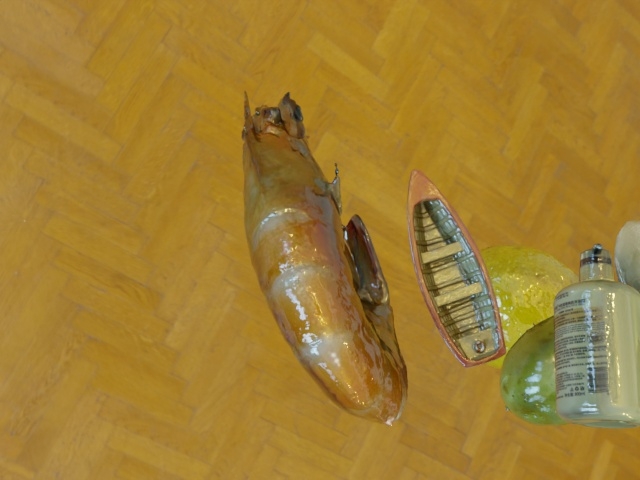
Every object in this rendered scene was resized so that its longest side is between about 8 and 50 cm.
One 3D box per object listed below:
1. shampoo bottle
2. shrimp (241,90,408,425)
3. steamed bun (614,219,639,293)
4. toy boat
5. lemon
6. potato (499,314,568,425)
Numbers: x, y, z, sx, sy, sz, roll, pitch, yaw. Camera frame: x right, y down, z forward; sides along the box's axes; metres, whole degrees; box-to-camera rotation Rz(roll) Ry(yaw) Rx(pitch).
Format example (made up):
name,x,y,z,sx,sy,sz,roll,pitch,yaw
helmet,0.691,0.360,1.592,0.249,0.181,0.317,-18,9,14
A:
name,x,y,z,sx,sy,sz,roll,pitch,yaw
shampoo bottle,0.254,0.085,0.606,0.079,0.079,0.161,16,66,-24
shrimp,0.000,0.000,0.424,0.068,0.150,0.248,-25,62,13
steamed bun,0.561,0.087,1.088,0.111,0.212,0.231,-23,96,-6
toy boat,0.245,0.051,1.291,0.136,0.079,0.391,-18,77,-6
lemon,0.535,0.185,1.793,0.388,0.350,0.349,13,86,5
potato,0.511,0.259,1.379,0.305,0.216,0.215,-23,100,-20
